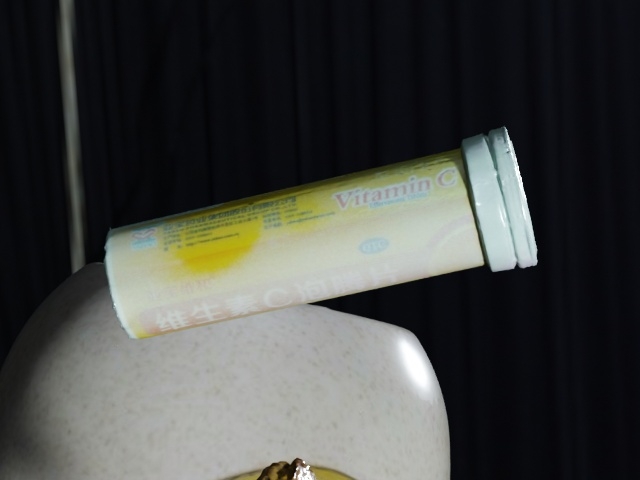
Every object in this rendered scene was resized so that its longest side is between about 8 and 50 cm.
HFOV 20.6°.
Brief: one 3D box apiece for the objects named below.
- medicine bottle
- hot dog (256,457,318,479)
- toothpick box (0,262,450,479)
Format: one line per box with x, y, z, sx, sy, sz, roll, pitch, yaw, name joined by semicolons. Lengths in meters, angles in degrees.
0.000;0.000;0.920;0.218;0.074;0.074;-13;-163;7;medicine bottle
0.003;0.083;0.441;0.058;0.035;0.083;37;-179;5;hot dog
-0.107;0.252;1.465;0.409;0.425;0.409;11;176;1;toothpick box
